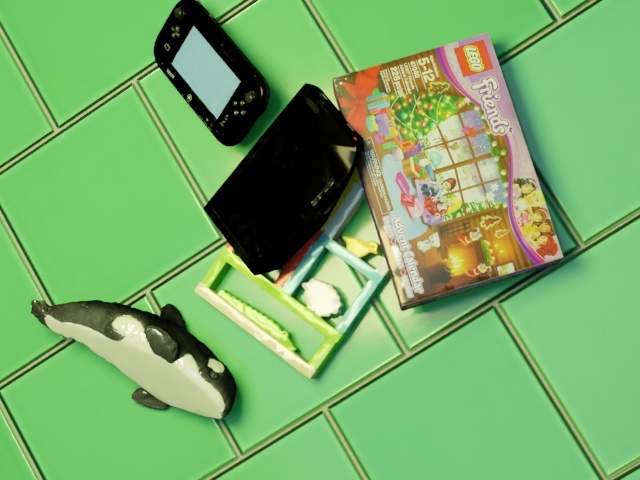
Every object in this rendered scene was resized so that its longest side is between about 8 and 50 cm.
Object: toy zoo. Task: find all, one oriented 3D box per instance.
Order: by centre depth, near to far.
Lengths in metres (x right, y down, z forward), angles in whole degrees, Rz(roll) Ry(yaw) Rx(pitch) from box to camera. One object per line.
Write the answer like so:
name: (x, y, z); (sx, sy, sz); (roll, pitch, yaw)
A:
toy zoo: (0.000, 0.000, 1.625); (0.192, 0.030, 0.293); (35, 93, 14)

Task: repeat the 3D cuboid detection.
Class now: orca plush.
orca plush: (-0.222, 0.127, 1.656); (0.287, 0.102, 0.151); (14, 133, 24)

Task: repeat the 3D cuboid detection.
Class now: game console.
game console: (-0.104, -0.146, 1.615); (0.213, 0.044, 0.361); (-49, 63, 21)

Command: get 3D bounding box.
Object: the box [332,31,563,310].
box: (0.150, -0.084, 1.562); (0.200, 0.057, 0.293); (-17, 80, -1)
